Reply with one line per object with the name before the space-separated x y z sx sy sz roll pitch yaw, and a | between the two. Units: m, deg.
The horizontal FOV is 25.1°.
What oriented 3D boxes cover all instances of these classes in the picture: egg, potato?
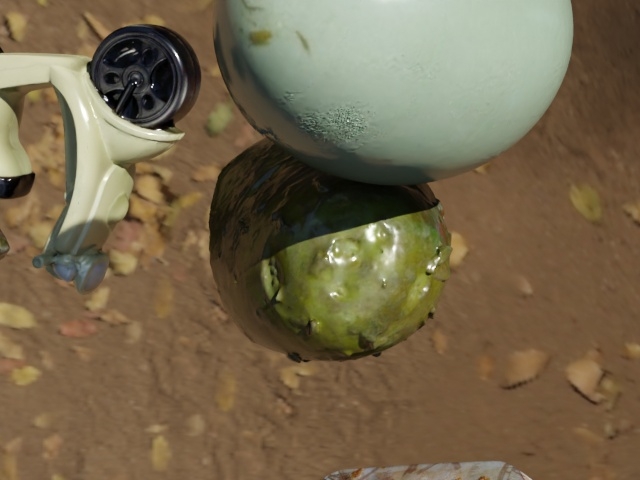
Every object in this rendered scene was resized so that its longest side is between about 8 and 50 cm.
egg | 0.049 -0.136 0.920 0.202 0.282 0.203 8 103 35
potato | 0.000 0.000 1.084 0.176 0.298 0.141 -31 110 -4

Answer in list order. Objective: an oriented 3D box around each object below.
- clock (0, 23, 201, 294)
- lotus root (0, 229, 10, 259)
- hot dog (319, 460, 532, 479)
clock | -0.310 -0.094 1.454 0.378 0.120 0.277 9 101 16
lotus root | -0.320 0.026 0.670 0.142 0.314 0.210 -25 48 46
hot dog | 0.083 0.259 1.274 0.268 0.075 0.144 -5 44 42
